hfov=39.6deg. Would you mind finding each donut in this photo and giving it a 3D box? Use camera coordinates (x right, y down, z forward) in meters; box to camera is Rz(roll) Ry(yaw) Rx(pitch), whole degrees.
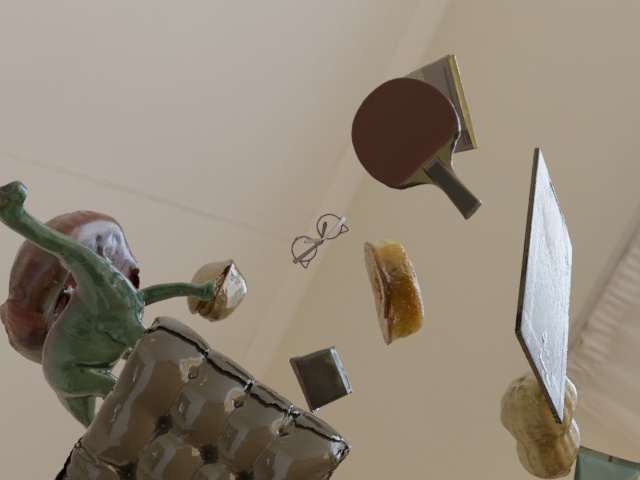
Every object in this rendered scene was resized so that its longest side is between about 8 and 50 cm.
[{"bbox_3d":[0.132,0.087,1.578,0.075,0.190,0.174,-13,-21,-2],"label":"donut"}]

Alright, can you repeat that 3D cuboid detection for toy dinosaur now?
[{"bbox_3d":[-0.328,0.111,1.099,0.331,0.129,0.383,23,-59,-34],"label":"toy dinosaur"}]

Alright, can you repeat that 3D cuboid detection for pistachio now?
[{"bbox_3d":[-0.197,0.096,1.684,0.113,0.149,0.113,3,-65,6],"label":"pistachio"}]

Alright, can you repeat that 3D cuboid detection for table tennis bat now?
[{"bbox_3d":[0.118,-0.108,1.057,0.130,0.220,0.019,-45,-33,13],"label":"table tennis bat"}]

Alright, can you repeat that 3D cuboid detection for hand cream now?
[{"bbox_3d":[0.434,0.500,1.450,0.070,0.111,0.312,89,-161,-78],"label":"hand cream"}]

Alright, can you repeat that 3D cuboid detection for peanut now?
[{"bbox_3d":[0.354,0.297,1.428,0.123,0.123,0.256,-38,-43,-19],"label":"peanut"}]

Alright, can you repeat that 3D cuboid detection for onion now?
[{"bbox_3d":[-0.431,0.071,1.449,0.272,0.195,0.272,-50,-30,-44],"label":"onion"}]

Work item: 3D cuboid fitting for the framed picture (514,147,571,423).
[{"bbox_3d":[0.329,0.063,1.281,0.244,0.013,0.323,57,-142,-42],"label":"framed picture"}]

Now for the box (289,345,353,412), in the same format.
[{"bbox_3d":[0.003,0.196,1.279,0.063,0.084,0.060,-25,-10,10],"label":"box"}]

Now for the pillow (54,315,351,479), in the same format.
[{"bbox_3d":[-0.152,0.258,0.823,0.326,0.228,0.101,-57,-8,6],"label":"pillow"}]

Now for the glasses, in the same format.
[{"bbox_3d":[0.000,0.000,1.764,0.140,0.104,0.062,-41,-82,-2],"label":"glasses"}]

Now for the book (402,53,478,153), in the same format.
[{"bbox_3d":[0.159,-0.177,1.210,0.014,0.182,0.127,-17,-85,-13],"label":"book"}]
